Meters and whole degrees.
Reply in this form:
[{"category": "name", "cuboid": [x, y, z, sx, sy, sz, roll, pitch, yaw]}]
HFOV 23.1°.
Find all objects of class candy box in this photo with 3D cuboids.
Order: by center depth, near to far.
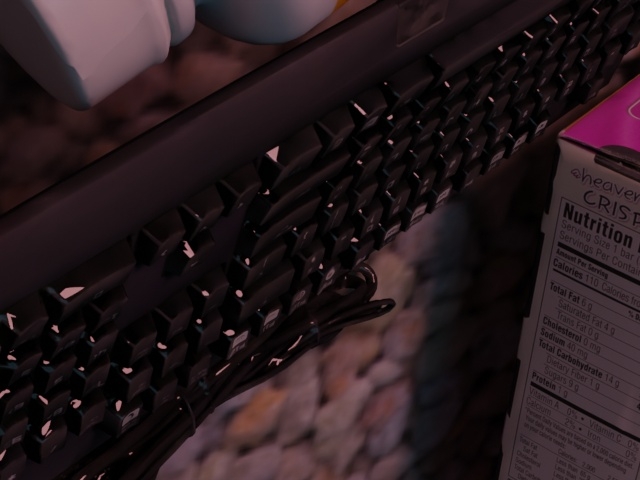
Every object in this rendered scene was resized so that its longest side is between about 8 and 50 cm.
[{"category": "candy box", "cuboid": [0.142, 0.039, 0.624, 0.159, 0.071, 0.233, -34, 141, -43]}]

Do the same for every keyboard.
[{"category": "keyboard", "cuboid": [0.000, 0.000, 0.464, 0.317, 0.033, 0.201, -33, 161, -37]}]

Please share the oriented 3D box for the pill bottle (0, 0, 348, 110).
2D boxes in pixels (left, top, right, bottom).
[{"category": "pill bottle", "cuboid": [0.002, -0.127, 0.367, 0.215, 0.117, 0.117, -39, 138, -12]}]
